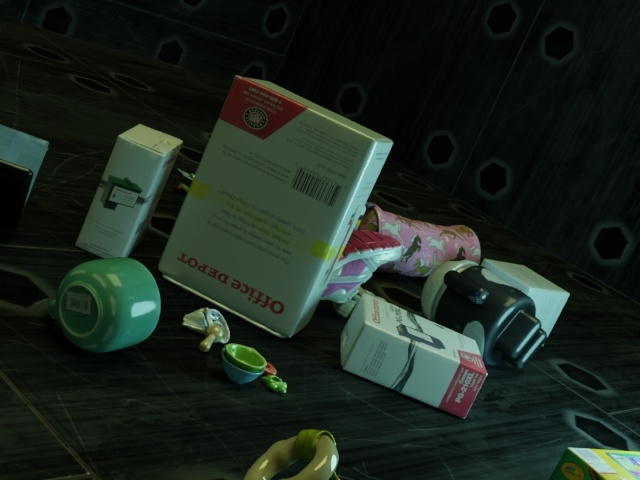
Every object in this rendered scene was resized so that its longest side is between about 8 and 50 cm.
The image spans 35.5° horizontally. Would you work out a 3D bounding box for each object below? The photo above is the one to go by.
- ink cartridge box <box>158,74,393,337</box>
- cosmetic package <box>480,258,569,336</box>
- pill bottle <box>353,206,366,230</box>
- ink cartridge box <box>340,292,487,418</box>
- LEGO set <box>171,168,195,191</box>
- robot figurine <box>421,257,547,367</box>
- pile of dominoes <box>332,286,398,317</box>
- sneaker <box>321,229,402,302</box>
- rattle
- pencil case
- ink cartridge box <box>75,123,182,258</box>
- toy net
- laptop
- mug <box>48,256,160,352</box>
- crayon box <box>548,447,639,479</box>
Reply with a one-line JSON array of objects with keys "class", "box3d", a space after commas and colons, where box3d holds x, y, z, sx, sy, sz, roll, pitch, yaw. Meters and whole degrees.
[{"class": "ink cartridge box", "box3d": [-0.082, -0.062, 1.789, 0.279, 0.384, 0.160, 27, 11, 10]}, {"class": "cosmetic package", "box3d": [0.457, 0.149, 2.363, 0.184, 0.151, 0.151, 11, 19, -46]}, {"class": "pill bottle", "box3d": [0.000, 0.000, 2.045, 0.119, 0.208, 0.119, 22, 14, -6]}, {"class": "ink cartridge box", "box3d": [0.163, 0.203, 1.793, 0.237, 0.100, 0.172, 23, 14, -5]}, {"class": "LEGO set", "box3d": [-0.266, -0.093, 2.322, 0.244, 0.060, 0.182, 28, 9, -36]}, {"class": "robot figurine", "box3d": [0.344, 0.151, 2.121, 0.174, 0.209, 0.278, -21, 42, -37]}, {"class": "pile of dominoes", "box3d": [0.140, 0.172, 2.050, 0.251, 0.040, 0.196, 29, 12, -15]}, {"class": "sneaker", "box3d": [0.043, 0.059, 1.963, 0.252, 0.111, 0.103, -17, 27, -12]}, {"class": "rattle", "box3d": [-0.033, 0.326, 1.177, 0.130, 0.142, 0.199, -5, 24, 17]}, {"class": "pencil case", "box3d": [0.228, 0.010, 2.497, 0.386, 0.167, 0.160, 13, -15, -38]}, {"class": "ink cartridge box", "box3d": [-0.340, -0.088, 1.789, 0.093, 0.219, 0.160, 24, 14, -3]}, {"class": "toy net", "box3d": [-0.137, 0.160, 1.577, 0.122, 0.045, 0.232, 13, 18, -36]}, {"class": "laptop", "box3d": [-0.645, -0.202, 1.650, 0.382, 0.236, 0.408, 20, -22, -15]}, {"class": "mug", "box3d": [-0.312, 0.099, 1.393, 0.129, 0.158, 0.097, 54, 26, 14]}, {"class": "crayon box", "box3d": [0.522, 0.421, 1.625, 0.279, 0.081, 0.165, 13, 18, -39]}]
